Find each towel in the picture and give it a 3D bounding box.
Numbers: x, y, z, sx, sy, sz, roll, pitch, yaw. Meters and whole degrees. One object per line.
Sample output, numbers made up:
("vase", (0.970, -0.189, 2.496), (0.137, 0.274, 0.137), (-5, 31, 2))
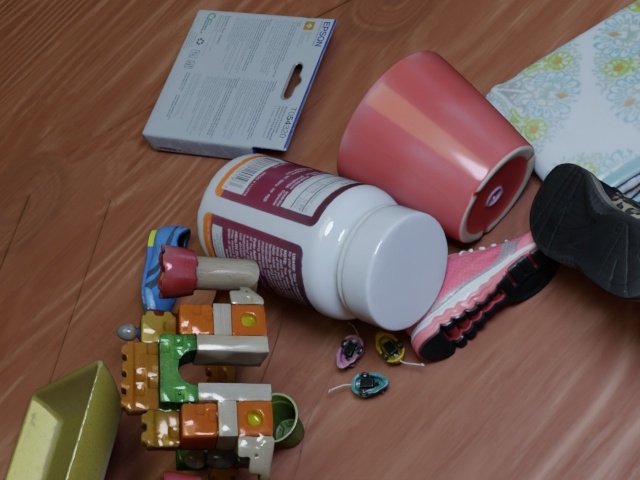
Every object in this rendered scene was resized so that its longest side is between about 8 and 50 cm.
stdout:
("towel", (0.514, -0.228, 1.730), (0.374, 0.090, 0.320), (-31, 52, 2))

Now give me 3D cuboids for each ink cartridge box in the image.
("ink cartridge box", (-0.154, -0.313, 2.056), (0.330, 0.071, 0.324), (10, 65, 23))

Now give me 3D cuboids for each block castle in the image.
("block castle", (-0.209, 0.259, 1.572), (0.213, 0.303, 0.453), (3, 57, -14))

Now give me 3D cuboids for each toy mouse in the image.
("toy mouse", (0.071, 0.209, 1.680), (0.143, 0.031, 0.161), (-42, 55, -6))

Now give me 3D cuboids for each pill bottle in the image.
("pill bottle", (0.000, 0.000, 1.673), (0.392, 0.224, 0.224), (20, 70, 42))

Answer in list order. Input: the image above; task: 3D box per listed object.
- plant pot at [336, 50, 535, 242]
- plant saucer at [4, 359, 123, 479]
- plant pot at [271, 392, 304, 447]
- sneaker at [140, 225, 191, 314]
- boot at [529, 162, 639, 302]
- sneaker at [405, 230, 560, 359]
("plant pot", (0.205, -0.140, 1.711), (0.243, 0.275, 0.275), (39, 80, 24))
("plant saucer", (-0.432, 0.388, 1.673), (0.333, 0.081, 0.333), (-27, 44, 52))
("plant pot", (-0.063, 0.299, 1.651), (0.083, 0.079, 0.083), (-9, 59, 16))
("sneaker", (-0.278, 0.064, 1.883), (0.082, 0.069, 0.209), (-7, 59, 14))
("boot", (0.490, 0.024, 1.498), (0.138, 0.284, 0.377), (-64, 21, 11))
("sneaker", (0.252, 0.051, 1.651), (0.314, 0.116, 0.136), (-36, 53, -1))
